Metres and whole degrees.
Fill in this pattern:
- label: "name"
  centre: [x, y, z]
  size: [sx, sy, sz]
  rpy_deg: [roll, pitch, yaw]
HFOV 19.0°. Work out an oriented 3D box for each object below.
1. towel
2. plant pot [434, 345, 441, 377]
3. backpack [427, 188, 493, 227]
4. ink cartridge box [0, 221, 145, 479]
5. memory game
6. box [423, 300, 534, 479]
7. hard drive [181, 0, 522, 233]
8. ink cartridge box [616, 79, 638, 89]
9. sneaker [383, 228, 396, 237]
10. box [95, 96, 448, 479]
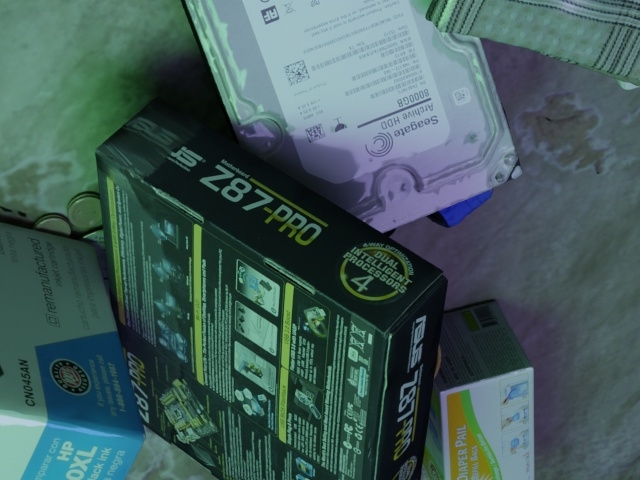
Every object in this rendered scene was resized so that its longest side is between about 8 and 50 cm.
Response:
- label: "towel"
  centre: [0.289, -0.264, 1.606]
  size: [0.324, 0.056, 0.312]
  rpy_deg: [12, 123, -28]
- label: "plant pot"
  centre: [0.045, 0.102, 1.942]
  size: [0.134, 0.095, 0.134]
  rpy_deg: [-10, 130, -12]
- label: "backpack"
  centre: [0.116, -0.076, 1.825]
  size: [0.101, 0.098, 0.120]
  rpy_deg: [-35, 130, 4]
- label: "ink cartridge box"
  centre: [-0.380, 0.102, 1.646]
  size: [0.395, 0.285, 0.166]
  rpy_deg: [14, 121, -27]
- label: "memory game"
  centre: [-0.207, 0.026, 1.842]
  size: [0.186, 0.012, 0.186]
  rpy_deg: [-10, 130, -12]
- label: "box"
  centre: [0.162, 0.184, 2.042]
  size: [0.103, 0.114, 0.203]
  rpy_deg: [-14, 132, -9]
- label: "hard drive"
  centre: [0.018, -0.168, 1.665]
  size: [0.237, 0.064, 0.339]
  rpy_deg: [-21, 113, -4]
- label: "ink cartridge box"
  centre: [0.332, -0.326, 1.688]
  size: [0.207, 0.119, 0.353]
  rpy_deg: [-16, 132, -7]
- label: "sneaker"
  centre: [0.000, 0.000, 1.820]
  size: [0.146, 0.102, 0.293]
  rpy_deg: [0, 129, -3]
- label: "box"
  centre: [-0.050, 0.099, 1.717]
  size: [0.097, 0.318, 0.395]
  rpy_deg: [-45, 154, -31]
